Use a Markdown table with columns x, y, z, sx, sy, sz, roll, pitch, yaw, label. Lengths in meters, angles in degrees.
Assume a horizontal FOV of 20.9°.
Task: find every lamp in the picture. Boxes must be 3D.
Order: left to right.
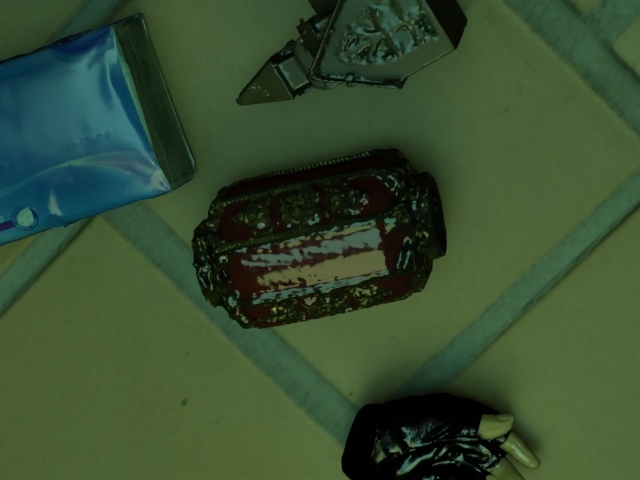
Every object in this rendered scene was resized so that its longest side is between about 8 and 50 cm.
| x | y | z | sx | sy | sz | roll | pitch | yaw | label |
| --- | --- | --- | --- | --- | --- | --- | --- | --- | --- |
| 0.000 | 0.000 | 1.885 | 0.274 | 0.177 | 0.177 | -14 | 101 | 12 | lamp |

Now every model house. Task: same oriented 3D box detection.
| x | y | z | sx | sy | sz | roll | pitch | yaw | label |
| --- | --- | --- | --- | --- | --- | --- | --- | --- | --- |
| 0.004 | -0.221 | 1.816 | 0.248 | 0.181 | 0.176 | -29 | 102 | 16 | model house |

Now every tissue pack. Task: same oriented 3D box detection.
| x | y | z | sx | sy | sz | roll | pitch | yaw | label |
| --- | --- | --- | --- | --- | --- | --- | --- | --- | --- |
| -0.300 | -0.113 | 1.912 | 0.263 | 0.146 | 0.198 | -17 | 100 | 13 | tissue pack |

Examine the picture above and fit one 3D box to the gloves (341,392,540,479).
| x | y | z | sx | sy | sz | roll | pitch | yaw | label |
| --- | --- | --- | --- | --- | --- | --- | --- | --- | --- |
| 0.145 | 0.238 | 1.950 | 0.203 | 0.124 | 0.164 | 9 | 137 | -18 | gloves |
